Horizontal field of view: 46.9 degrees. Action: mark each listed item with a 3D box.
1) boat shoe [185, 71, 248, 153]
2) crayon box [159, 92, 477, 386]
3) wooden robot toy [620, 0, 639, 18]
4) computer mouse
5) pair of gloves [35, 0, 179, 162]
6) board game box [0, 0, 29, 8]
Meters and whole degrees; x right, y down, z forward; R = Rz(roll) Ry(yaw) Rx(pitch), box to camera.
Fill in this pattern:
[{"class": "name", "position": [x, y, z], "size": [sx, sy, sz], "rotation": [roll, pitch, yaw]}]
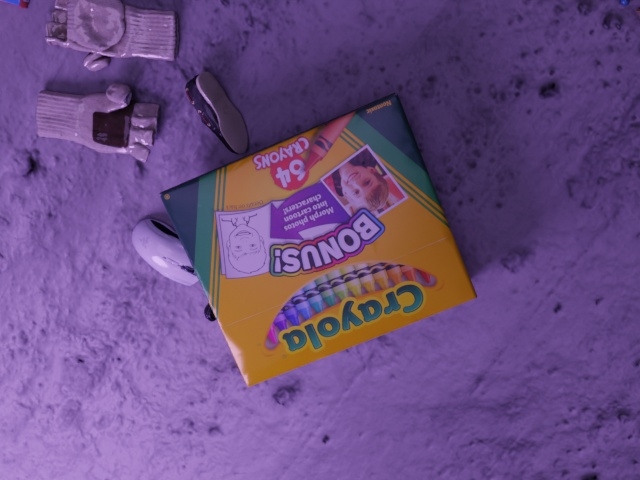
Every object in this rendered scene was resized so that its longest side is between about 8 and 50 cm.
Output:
[{"class": "boat shoe", "position": [-0.154, -0.188, 1.109], "size": [0.042, 0.049, 0.133], "rotation": [-15, 113, 44]}, {"class": "crayon box", "position": [0.000, 0.000, 1.083], "size": [0.363, 0.106, 0.313], "rotation": [-22, 98, 6]}, {"class": "wooden robot toy", "position": [0.420, -0.374, 0.977], "size": [0.079, 0.076, 0.173], "rotation": [-42, 95, 3]}, {"class": "computer mouse", "position": [-0.221, 0.038, 1.168], "size": [0.193, 0.042, 0.106], "rotation": [32, 106, -1]}, {"class": "pair of gloves", "position": [-0.329, -0.251, 1.116], "size": [0.204, 0.042, 0.240], "rotation": [15, 104, 4]}, {"class": "board game box", "position": [-0.562, -0.459, 1.105], "size": [0.281, 0.027, 0.145], "rotation": [17, 103, 3]}]
